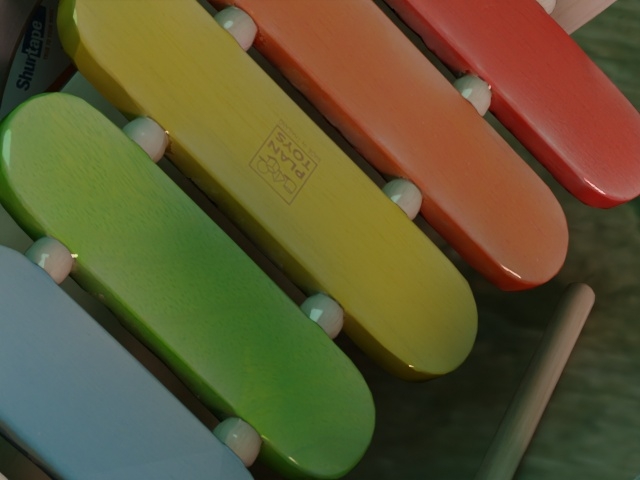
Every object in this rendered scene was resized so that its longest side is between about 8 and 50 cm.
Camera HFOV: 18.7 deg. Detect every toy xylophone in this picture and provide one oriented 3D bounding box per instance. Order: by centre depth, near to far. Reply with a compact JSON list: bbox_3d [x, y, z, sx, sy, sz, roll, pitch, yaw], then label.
[{"bbox_3d":[0.000,0.000,0.591,0.236,0.081,0.323,38,55,-18],"label":"toy xylophone"}]

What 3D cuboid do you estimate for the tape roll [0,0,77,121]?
[{"bbox_3d":[-0.103,-0.055,0.642,0.072,0.219,0.219,19,54,21],"label":"tape roll"}]

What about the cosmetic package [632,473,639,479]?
[{"bbox_3d":[0.168,0.157,0.497,0.085,0.117,0.231,-37,54,-23],"label":"cosmetic package"}]
